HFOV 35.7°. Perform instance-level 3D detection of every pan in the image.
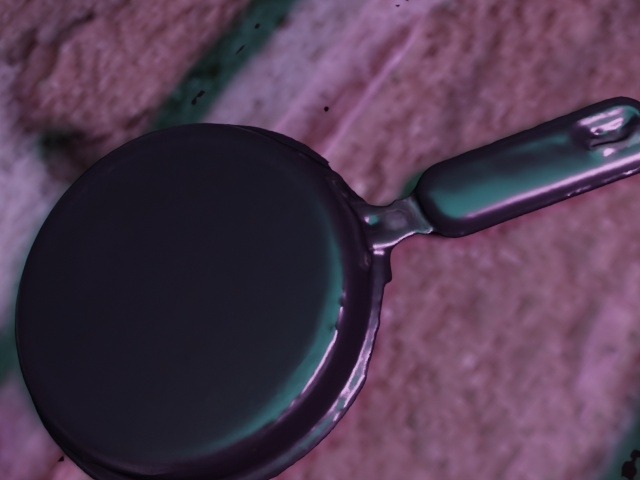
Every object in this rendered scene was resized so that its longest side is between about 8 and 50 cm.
[{"bbox_3d":[0.000,0.000,0.333,0.235,0.028,0.136,-22,66,6],"label":"pan"}]
